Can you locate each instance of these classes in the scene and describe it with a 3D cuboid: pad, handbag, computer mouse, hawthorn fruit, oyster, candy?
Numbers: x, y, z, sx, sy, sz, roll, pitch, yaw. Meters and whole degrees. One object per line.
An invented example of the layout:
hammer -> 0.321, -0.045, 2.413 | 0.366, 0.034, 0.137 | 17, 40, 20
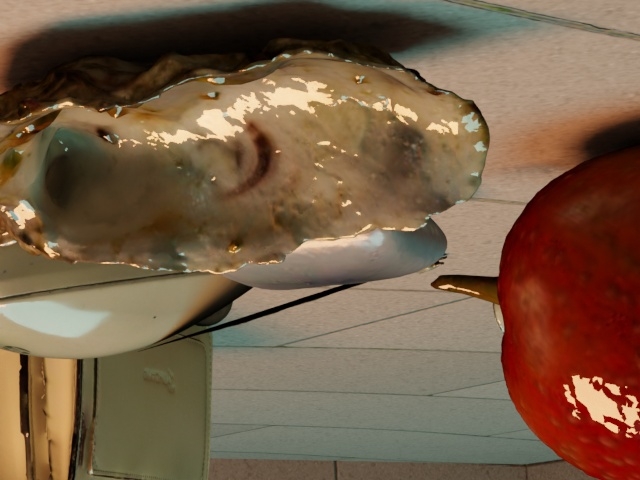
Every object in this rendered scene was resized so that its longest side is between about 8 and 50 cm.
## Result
pad -> -0.022, 0.060, 1.814 | 0.265, 0.009, 0.159 | -16, 180, -43
handbag -> -0.236, 0.184, 2.025 | 0.160, 0.236, 0.358 | -8, 168, 16
computer mouse -> -0.192, 0.057, 1.760 | 0.288, 0.097, 0.159 | 2, 166, -20
hawthorn fruit -> 0.253, 0.052, 1.437 | 0.369, 0.284, 0.285 | 2, 172, 24
oyster -> -0.103, -0.068, 1.204 | 0.396, 0.111, 0.204 | -8, 150, 28
candy -> 0.000, 0.000, 1.571 | 0.174, 0.071, 0.138 | -6, 169, 23

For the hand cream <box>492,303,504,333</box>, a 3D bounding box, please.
hand cream -> 0.315, 0.036, 1.887 | 0.331, 0.058, 0.085 | -16, 143, 35
